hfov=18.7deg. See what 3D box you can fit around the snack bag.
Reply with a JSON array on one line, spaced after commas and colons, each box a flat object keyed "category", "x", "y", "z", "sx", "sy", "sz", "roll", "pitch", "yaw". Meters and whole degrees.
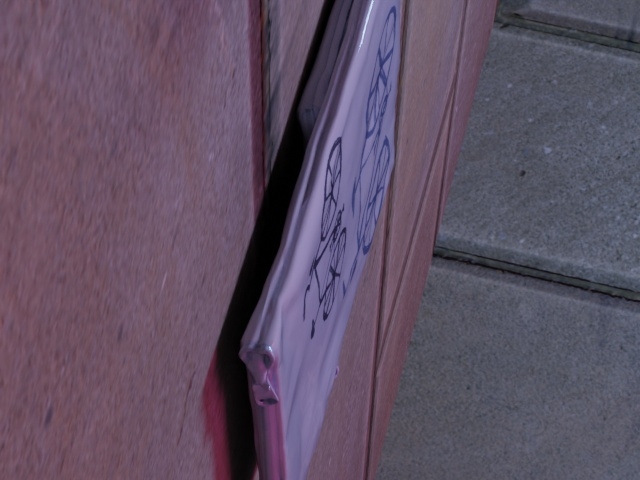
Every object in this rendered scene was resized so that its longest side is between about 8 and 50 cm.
[{"category": "snack bag", "x": 0.000, "y": 0.000, "z": 1.261, "sx": 0.323, "sy": 0.037, "sz": 0.343, "roll": 89, "pitch": 14, "yaw": -61}]
